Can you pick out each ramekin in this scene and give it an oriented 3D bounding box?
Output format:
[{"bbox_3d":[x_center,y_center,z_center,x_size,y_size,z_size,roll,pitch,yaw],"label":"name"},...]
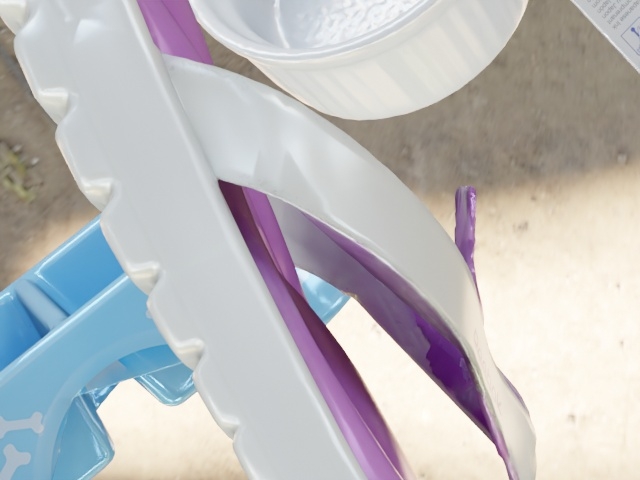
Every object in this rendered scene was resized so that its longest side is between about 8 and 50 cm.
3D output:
[{"bbox_3d":[0.039,-0.232,1.318,0.277,0.277,0.135,-21,147,18],"label":"ramekin"}]

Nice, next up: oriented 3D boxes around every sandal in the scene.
[{"bbox_3d":[0.000,0.001,0.507,0.102,0.169,0.416,-29,94,1],"label":"sandal"}]

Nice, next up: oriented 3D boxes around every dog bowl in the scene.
[{"bbox_3d":[-0.109,0.054,0.759,0.297,0.166,0.074,-39,107,-10],"label":"dog bowl"}]

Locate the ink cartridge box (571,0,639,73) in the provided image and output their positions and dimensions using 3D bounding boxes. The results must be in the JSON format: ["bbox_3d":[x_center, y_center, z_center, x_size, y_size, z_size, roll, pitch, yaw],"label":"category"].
[{"bbox_3d":[0.421,-0.157,1.277,0.395,0.151,0.270,50,123,12],"label":"ink cartridge box"}]
